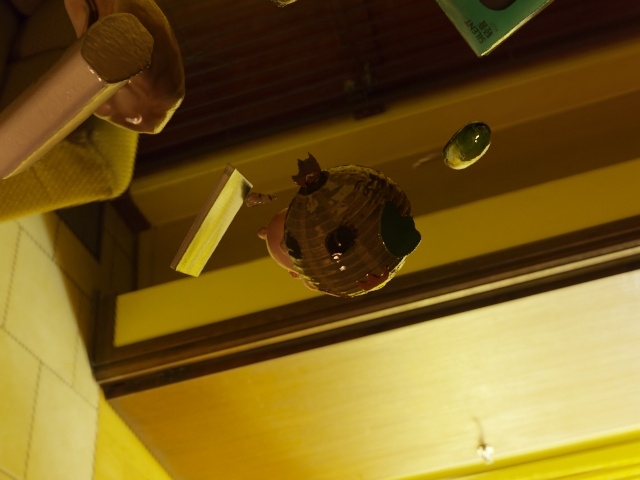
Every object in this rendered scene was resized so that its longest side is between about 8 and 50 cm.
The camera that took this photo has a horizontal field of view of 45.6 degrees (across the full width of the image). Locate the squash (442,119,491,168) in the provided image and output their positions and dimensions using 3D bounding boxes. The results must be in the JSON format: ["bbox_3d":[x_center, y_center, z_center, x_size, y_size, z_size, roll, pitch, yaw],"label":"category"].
[{"bbox_3d":[0.340,-0.217,1.802,0.292,0.082,0.082,118,-41,-83],"label":"squash"}]

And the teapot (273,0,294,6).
[{"bbox_3d":[-0.073,-0.599,1.785,0.124,0.091,0.092,-33,88,-38],"label":"teapot"}]

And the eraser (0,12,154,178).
[{"bbox_3d":[-0.377,-0.212,1.124,0.095,0.270,0.174,48,32,-18],"label":"eraser"}]

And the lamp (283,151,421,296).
[{"bbox_3d":[0.041,-0.038,1.391,0.284,0.250,0.250,55,17,-26],"label":"lamp"}]

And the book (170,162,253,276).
[{"bbox_3d":[-0.264,-0.041,1.882,0.283,0.025,0.215,-60,170,-4],"label":"book"}]

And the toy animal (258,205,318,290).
[{"bbox_3d":[0.008,0.021,1.745,0.345,0.246,0.278,5,-67,56],"label":"toy animal"}]

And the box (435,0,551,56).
[{"bbox_3d":[0.397,-0.556,1.587,0.205,0.311,0.118,54,26,2],"label":"box"}]

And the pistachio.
[{"bbox_3d":[-0.515,-0.489,1.992,0.365,0.281,0.446,-66,133,-86],"label":"pistachio"}]

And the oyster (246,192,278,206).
[{"bbox_3d":[-0.161,-0.117,2.055,0.080,0.083,0.038,-178,-112,-75],"label":"oyster"}]
